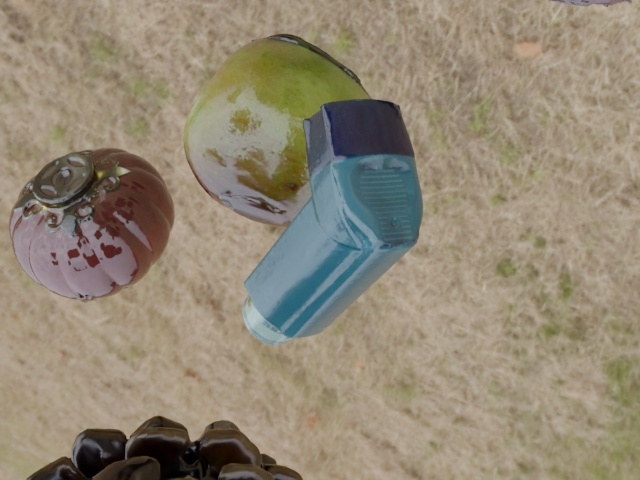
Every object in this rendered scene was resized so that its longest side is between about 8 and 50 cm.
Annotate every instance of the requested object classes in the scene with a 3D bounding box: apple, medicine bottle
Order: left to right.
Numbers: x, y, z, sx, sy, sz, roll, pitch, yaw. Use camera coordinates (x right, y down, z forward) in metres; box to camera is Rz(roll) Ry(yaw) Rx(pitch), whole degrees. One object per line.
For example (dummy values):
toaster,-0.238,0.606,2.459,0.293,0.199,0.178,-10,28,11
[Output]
apple,-0.039,-0.110,0.833,0.188,0.174,0.207,35,116,8
medicine bottle,0.000,0.000,0.654,0.258,0.079,0.124,-52,53,49

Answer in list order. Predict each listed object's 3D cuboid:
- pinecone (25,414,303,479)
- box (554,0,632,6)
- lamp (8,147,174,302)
pinecone,-0.148,0.391,0.755,0.397,0.398,0.398,20,142,16
box,0.263,-0.308,0.739,0.151,0.151,0.135,21,131,15
lamp,-0.420,-0.034,1.417,0.303,0.303,0.257,12,147,26
